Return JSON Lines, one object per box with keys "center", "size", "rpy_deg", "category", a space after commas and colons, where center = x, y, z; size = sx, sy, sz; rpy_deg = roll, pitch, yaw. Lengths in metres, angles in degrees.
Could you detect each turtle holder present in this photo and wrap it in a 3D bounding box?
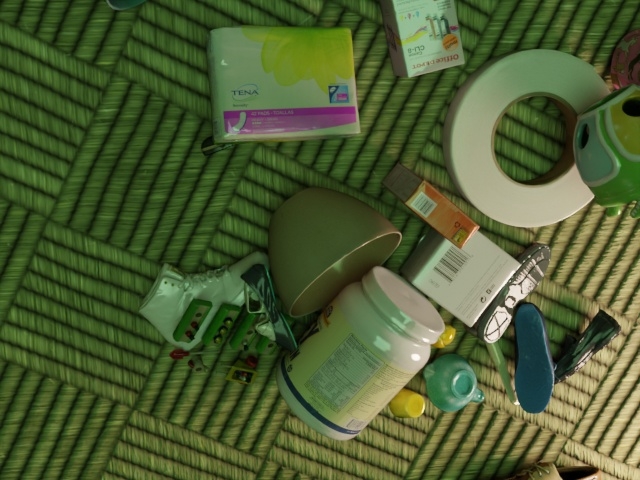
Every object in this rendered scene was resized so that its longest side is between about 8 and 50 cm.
{"center": [0.632, -0.185, 1.649], "size": [0.243, 0.320, 0.227], "rpy_deg": [-31, 93, 16], "category": "turtle holder"}

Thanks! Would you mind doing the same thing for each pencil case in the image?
{"center": [0.745, -0.355, 1.655], "size": [0.160, 0.386, 0.167], "rpy_deg": [23, 98, -14], "category": "pencil case"}

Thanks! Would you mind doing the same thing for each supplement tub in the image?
{"center": [0.084, 0.238, 1.760], "size": [0.235, 0.235, 0.325], "rpy_deg": [36, 108, -14], "category": "supplement tub"}

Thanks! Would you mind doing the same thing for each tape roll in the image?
{"center": [0.462, -0.224, 1.812], "size": [0.392, 0.072, 0.392], "rpy_deg": [-2, 104, -7], "category": "tape roll"}

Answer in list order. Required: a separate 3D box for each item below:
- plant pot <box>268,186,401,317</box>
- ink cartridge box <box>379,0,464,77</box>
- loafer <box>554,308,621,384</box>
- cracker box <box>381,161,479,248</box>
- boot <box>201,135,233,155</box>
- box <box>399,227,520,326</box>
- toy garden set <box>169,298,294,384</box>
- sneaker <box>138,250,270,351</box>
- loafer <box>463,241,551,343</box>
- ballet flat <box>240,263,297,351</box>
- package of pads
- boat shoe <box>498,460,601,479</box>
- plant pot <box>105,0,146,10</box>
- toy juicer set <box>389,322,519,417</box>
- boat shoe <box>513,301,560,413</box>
{"center": [0.000, 0.000, 1.723], "size": [0.284, 0.284, 0.191], "rpy_deg": [-37, 75, 2], "category": "plant pot"}
{"center": [0.206, -0.434, 1.696], "size": [0.128, 0.127, 0.176], "rpy_deg": [-15, 106, -4], "category": "ink cartridge box"}
{"center": [0.607, 0.256, 1.953], "size": [0.223, 0.076, 0.078], "rpy_deg": [-45, 69, 11], "category": "loafer"}
{"center": [0.224, -0.077, 1.730], "size": [0.156, 0.232, 0.067], "rpy_deg": [38, 97, -14], "category": "cracker box"}
{"center": [-0.183, -0.273, 1.717], "size": [0.198, 0.077, 0.137], "rpy_deg": [-31, 101, -13], "category": "boot"}
{"center": [0.306, 0.059, 1.833], "size": [0.182, 0.119, 0.181], "rpy_deg": [36, 96, -15], "category": "box"}
{"center": [-0.200, 0.231, 1.774], "size": [0.244, 0.049, 0.204], "rpy_deg": [13, 124, -33], "category": "toy garden set"}
{"center": [-0.256, 0.093, 1.770], "size": [0.292, 0.108, 0.169], "rpy_deg": [-43, 108, 5], "category": "sneaker"}
{"center": [0.419, 0.107, 1.877], "size": [0.267, 0.084, 0.096], "rpy_deg": [-53, 128, -11], "category": "loafer"}
{"center": [-0.115, 0.149, 1.719], "size": [0.074, 0.074, 0.203], "rpy_deg": [-21, 99, -2], "category": "ballet flat"}
{"center": [-0.076, -0.316, 1.658], "size": [0.296, 0.101, 0.229], "rpy_deg": [-5, 90, -16], "category": "package of pads"}
{"center": [0.536, 0.592, 2.002], "size": [0.324, 0.122, 0.120], "rpy_deg": [3, 98, -17], "category": "boat shoe"}
{"center": [-0.367, -0.612, 1.505], "size": [0.235, 0.293, 0.293], "rpy_deg": [44, 94, 1], "category": "plant pot"}
{"center": [0.305, 0.293, 1.917], "size": [0.329, 0.089, 0.209], "rpy_deg": [-2, 87, -24], "category": "toy juicer set"}
{"center": [0.503, 0.270, 1.917], "size": [0.109, 0.089, 0.258], "rpy_deg": [4, 100, 19], "category": "boat shoe"}
